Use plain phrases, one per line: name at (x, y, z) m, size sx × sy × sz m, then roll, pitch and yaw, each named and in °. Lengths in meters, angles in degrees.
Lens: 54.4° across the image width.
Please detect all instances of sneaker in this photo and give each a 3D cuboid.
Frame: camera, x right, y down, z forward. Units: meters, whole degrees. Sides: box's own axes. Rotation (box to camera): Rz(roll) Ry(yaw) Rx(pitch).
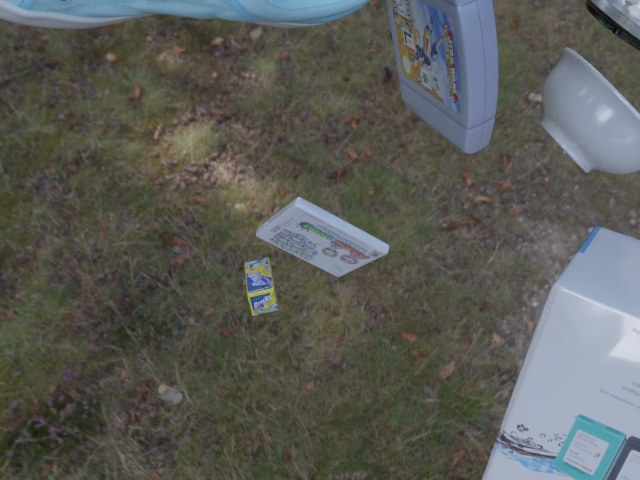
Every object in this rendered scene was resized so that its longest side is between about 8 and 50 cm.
sneaker at (-0.100, -0.231, 0.463) m, size 0.366 × 0.135 × 0.150 m, roll -13°, pitch 14°, yaw -32°

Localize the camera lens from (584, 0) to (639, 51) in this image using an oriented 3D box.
camera lens at (0.544, -0.425, 0.917) m, size 0.220 × 0.274 × 0.219 m, roll 22°, pitch 38°, yaw -19°

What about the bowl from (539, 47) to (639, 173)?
bowl at (0.536, -0.229, 1.238) m, size 0.134 × 0.298 × 0.297 m, roll -44°, pitch 59°, yaw 22°

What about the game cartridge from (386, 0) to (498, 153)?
game cartridge at (0.162, -0.269, 0.846) m, size 0.062 × 0.297 × 0.198 m, roll -24°, pitch 42°, yaw -7°

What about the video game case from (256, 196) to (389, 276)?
video game case at (0.000, 0.000, 0.928) m, size 0.157 × 0.143 × 0.019 m, roll 27°, pitch 61°, yaw -19°

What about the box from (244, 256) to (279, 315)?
box at (-0.127, 0.095, 1.326) m, size 0.059 × 0.054 × 0.169 m, roll -13°, pitch 22°, yaw -4°

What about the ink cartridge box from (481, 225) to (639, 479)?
ink cartridge box at (0.286, 0.162, 0.568) m, size 0.197 × 0.269 × 0.198 m, roll 23°, pitch 27°, yaw 26°
